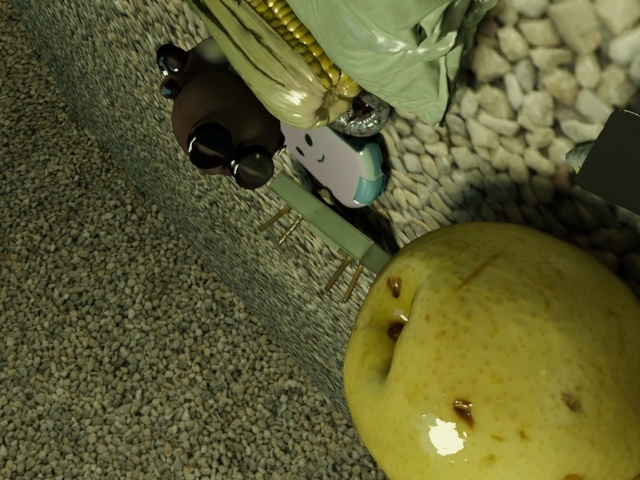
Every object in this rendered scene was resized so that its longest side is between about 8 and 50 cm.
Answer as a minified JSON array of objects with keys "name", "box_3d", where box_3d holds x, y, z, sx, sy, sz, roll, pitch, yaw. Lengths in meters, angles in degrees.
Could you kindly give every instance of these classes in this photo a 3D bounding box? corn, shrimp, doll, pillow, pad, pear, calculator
[{"name":"corn","box_3d":[-0.071,-0.258,0.603,0.305,0.123,0.122,55,178,20]},{"name":"shrimp","box_3d":[0.014,-0.182,0.654,0.165,0.056,0.065,36,118,16]},{"name":"doll","box_3d":[-0.123,-0.169,0.657,0.182,0.117,0.257,27,-146,-31]},{"name":"pillow","box_3d":[0.030,-0.249,0.411,0.310,0.138,0.283,53,172,7]},{"name":"pad","box_3d":[0.276,-0.034,0.382,0.157,0.003,0.112,32,166,21]},{"name":"pear","box_3d":[0.183,0.132,0.529,0.309,0.309,0.309,43,159,21]},{"name":"calculator","box_3d":[-0.013,-0.169,0.773,0.293,0.051,0.173,46,161,16]}]

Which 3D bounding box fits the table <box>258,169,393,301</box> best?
[{"name":"table","box_3d":[0.000,0.000,0.891,0.240,0.111,0.121,39,-177,35]}]

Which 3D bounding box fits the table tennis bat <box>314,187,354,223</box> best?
[{"name":"table tennis bat","box_3d":[0.020,-0.061,0.871,0.087,0.013,0.156,42,-179,11]}]

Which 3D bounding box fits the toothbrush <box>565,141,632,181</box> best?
[{"name":"toothbrush","box_3d":[0.311,-0.051,0.299,0.037,0.028,0.375,52,162,-22]}]
